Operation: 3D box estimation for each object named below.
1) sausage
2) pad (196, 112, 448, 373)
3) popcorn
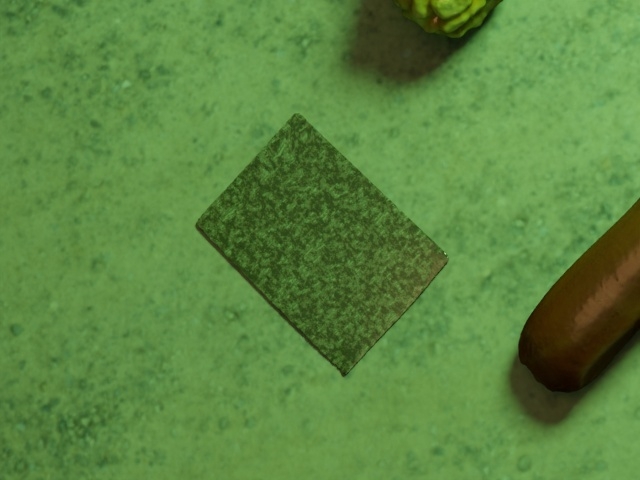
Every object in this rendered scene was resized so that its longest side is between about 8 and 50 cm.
[{"bbox_3d":[0.297,0.018,1.663,0.300,0.083,0.089,-46,79,6],"label":"sausage"},{"bbox_3d":[0.000,0.000,1.817,0.158,0.003,0.235,-48,67,4],"label":"pad"},{"bbox_3d":[0.131,-0.306,1.774,0.194,0.140,0.163,-47,72,2],"label":"popcorn"}]
